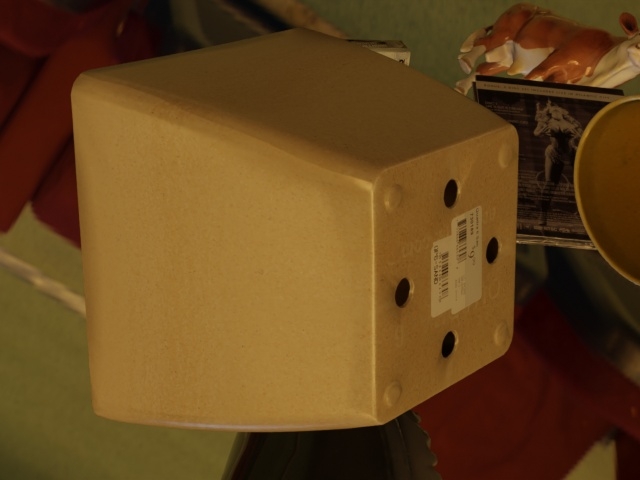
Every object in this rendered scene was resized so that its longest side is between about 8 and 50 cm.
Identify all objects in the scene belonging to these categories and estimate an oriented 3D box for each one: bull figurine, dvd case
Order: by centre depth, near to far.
[{"bbox_3d":[0.243,-0.080,1.411,0.164,0.221,0.018,5,140,-7],"label":"dvd case"},{"bbox_3d":[0.301,-0.227,1.785,0.188,0.310,0.101,-32,119,-13],"label":"bull figurine"}]

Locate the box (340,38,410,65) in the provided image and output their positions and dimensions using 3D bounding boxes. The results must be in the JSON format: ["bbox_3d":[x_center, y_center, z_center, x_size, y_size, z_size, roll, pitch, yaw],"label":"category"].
[{"bbox_3d":[0.009,-0.076,0.990,0.094,0.027,0.137,0,118,-13],"label":"box"}]

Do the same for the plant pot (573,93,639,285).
[{"bbox_3d":[0.254,-0.042,0.943,0.095,0.134,0.134,-18,133,-35],"label":"plant pot"}]

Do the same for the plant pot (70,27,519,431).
[{"bbox_3d":[0.000,0.000,0.421,0.096,0.109,0.109,13,112,38],"label":"plant pot"}]

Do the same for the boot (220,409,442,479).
[{"bbox_3d":[-0.151,0.162,0.660,0.445,0.367,0.146,18,131,-25],"label":"boot"}]
